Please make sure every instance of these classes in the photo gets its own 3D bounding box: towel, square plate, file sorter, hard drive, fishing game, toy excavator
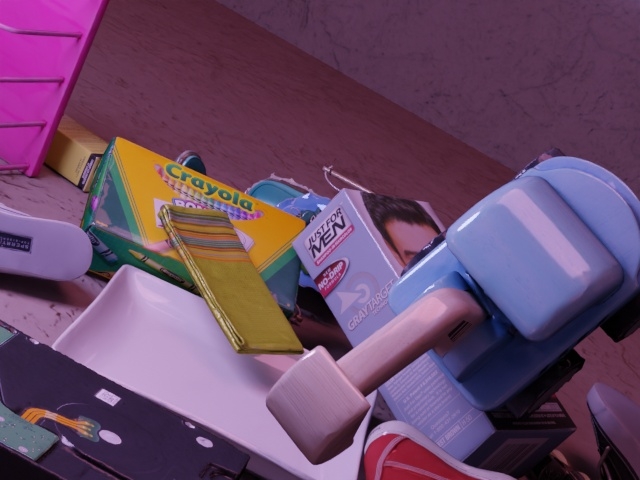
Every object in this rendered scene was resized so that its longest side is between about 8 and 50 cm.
[{"bbox_3d":[-0.106,0.044,1.916,0.102,0.021,0.237,3,42,-39],"label":"towel"},{"bbox_3d":[-0.109,0.159,1.792,0.344,0.049,0.347,26,15,0],"label":"square plate"},{"bbox_3d":[-0.450,-0.254,2.134,0.202,0.291,0.182,33,20,22],"label":"file sorter"},{"bbox_3d":[-0.248,0.179,1.476,0.339,0.064,0.237,28,16,3],"label":"hard drive"},{"bbox_3d":[0.000,0.000,2.239,0.189,0.041,0.264,33,54,21],"label":"fishing game"},{"bbox_3d":[0.160,0.069,1.712,0.222,0.433,0.445,51,3,16],"label":"toy excavator"}]

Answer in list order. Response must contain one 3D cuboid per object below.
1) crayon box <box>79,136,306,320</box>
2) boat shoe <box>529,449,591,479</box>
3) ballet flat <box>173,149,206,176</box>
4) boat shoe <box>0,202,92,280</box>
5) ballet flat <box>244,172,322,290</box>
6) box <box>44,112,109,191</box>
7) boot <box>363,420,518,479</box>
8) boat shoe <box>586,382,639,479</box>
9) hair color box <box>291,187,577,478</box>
[{"bbox_3d":[-0.162,0.001,2.030,0.278,0.081,0.165,24,42,-16],"label":"crayon box"},{"bbox_3d":[0.290,0.298,1.991,0.049,0.056,0.152,16,9,-19],"label":"boat shoe"},{"bbox_3d":[-0.189,-0.067,2.238,0.068,0.072,0.213,28,-18,23],"label":"ballet flat"},{"bbox_3d":[-0.390,-0.004,1.828,0.258,0.095,0.084,22,-12,-28],"label":"boat shoe"},{"bbox_3d":[0.061,0.038,2.330,0.409,0.147,0.147,34,17,23],"label":"ballet flat"},{"bbox_3d":[-0.386,-0.150,2.325,0.232,0.058,0.087,34,17,24],"label":"box"},{"bbox_3d":[0.148,0.309,1.692,0.244,0.088,0.176,29,27,-10],"label":"boot"},{"bbox_3d":[0.401,0.301,2.060,0.113,0.105,0.306,22,22,-30],"label":"boat shoe"},{"bbox_3d":[0.138,0.116,2.005,0.185,0.113,0.374,7,43,-50],"label":"hair color box"}]
